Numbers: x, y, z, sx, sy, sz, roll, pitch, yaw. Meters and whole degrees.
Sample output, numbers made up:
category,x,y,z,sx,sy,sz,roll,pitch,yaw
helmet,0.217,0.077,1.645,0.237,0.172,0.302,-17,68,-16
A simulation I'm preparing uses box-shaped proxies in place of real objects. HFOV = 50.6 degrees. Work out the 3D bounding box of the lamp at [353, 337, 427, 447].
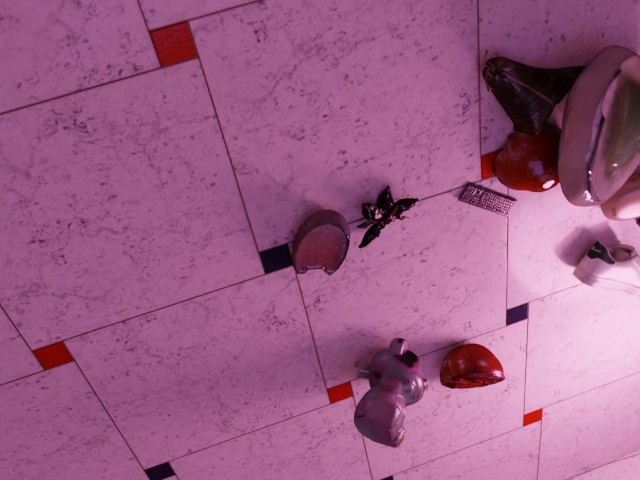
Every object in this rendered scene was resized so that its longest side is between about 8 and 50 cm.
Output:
category,x,y,z,sx,sy,sz,roll,pitch,yaw
lamp,0.204,0.481,2.164,0.247,0.301,0.247,7,136,28

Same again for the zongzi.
category,x,y,z,sx,sy,sz,roll,pitch,yaw
zongzi,0.532,-0.427,1.697,0.241,0.111,0.247,-50,122,-2

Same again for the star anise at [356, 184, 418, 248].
category,x,y,z,sx,sy,sz,roll,pitch,yaw
star anise,0.166,-0.078,1.847,0.212,0.053,0.157,-30,131,6

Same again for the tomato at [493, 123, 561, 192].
category,x,y,z,sx,sy,sz,roll,pitch,yaw
tomato,0.605,-0.217,1.868,0.228,0.112,0.199,-14,128,-14

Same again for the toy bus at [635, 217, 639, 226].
category,x,y,z,sx,sy,sz,roll,pitch,yaw
toy bus,1.166,-0.036,2.197,0.292,0.133,0.125,20,118,-32

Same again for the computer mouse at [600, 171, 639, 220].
category,x,y,z,sx,sy,sz,roll,pitch,yaw
computer mouse,0.978,-0.139,2.070,0.236,0.082,0.145,-21,131,6

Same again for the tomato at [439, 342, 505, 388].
category,x,y,z,sx,sy,sz,roll,pitch,yaw
tomato,0.517,0.427,2.316,0.200,0.140,0.233,7,158,-17

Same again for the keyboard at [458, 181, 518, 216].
category,x,y,z,sx,sy,sz,roll,pitch,yaw
keyboard,0.487,-0.117,1.964,0.198,0.010,0.064,15,118,-29

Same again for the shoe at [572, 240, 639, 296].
category,x,y,z,sx,sy,sz,roll,pitch,yaw
shoe,1.019,0.085,2.248,0.363,0.132,0.160,10,117,-22

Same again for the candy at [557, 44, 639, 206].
category,x,y,z,sx,sy,sz,roll,pitch,yaw
candy,0.740,-0.290,1.767,0.386,0.186,0.427,-15,120,-41

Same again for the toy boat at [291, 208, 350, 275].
category,x,y,z,sx,sy,sz,roll,pitch,yaw
toy boat,0.000,0.000,1.844,0.155,0.085,0.227,4,136,-12
